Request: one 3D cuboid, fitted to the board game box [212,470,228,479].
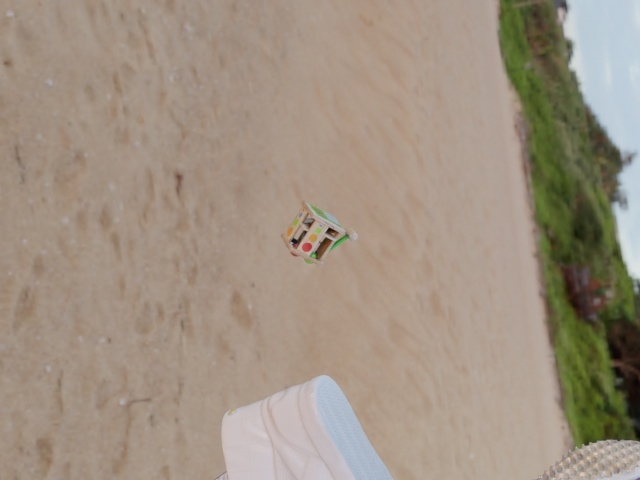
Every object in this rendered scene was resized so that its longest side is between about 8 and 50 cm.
[{"bbox_3d":[-0.126,0.452,1.255,0.141,0.232,0.291,54,3,-18],"label":"board game box"}]

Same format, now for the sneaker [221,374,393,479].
[{"bbox_3d":[-0.009,0.309,1.163,0.293,0.169,0.108,65,24,-11],"label":"sneaker"}]

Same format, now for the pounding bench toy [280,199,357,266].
[{"bbox_3d":[0.000,0.000,1.268,0.083,0.065,0.052,27,13,-27],"label":"pounding bench toy"}]

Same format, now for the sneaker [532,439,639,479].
[{"bbox_3d":[0.305,0.333,1.103,0.293,0.102,0.146,-19,100,-33],"label":"sneaker"}]
